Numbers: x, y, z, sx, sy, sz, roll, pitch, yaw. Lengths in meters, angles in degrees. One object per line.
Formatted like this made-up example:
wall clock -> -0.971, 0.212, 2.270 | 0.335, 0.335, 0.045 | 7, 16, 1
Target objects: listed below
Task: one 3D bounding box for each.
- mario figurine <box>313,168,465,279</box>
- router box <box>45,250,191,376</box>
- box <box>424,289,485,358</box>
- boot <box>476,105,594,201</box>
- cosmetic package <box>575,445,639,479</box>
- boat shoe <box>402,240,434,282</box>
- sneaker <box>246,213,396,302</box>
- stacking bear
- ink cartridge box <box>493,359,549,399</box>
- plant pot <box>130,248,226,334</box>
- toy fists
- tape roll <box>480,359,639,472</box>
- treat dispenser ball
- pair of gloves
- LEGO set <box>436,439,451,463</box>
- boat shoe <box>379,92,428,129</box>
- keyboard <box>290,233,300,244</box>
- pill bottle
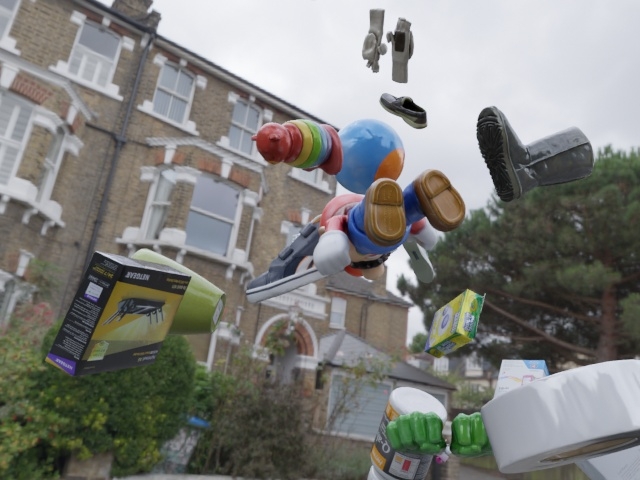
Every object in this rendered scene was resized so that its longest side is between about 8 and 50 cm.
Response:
mario figurine -> 0.093, 0.005, 0.768 | 0.198, 0.170, 0.320 | 22, -12, -8
router box -> -0.437, 0.165, 1.162 | 0.081, 0.243, 0.309 | 22, -3, 14
box -> 0.285, 0.176, 1.084 | 0.043, 0.105, 0.179 | 26, -30, -4
boot -> 0.400, -0.177, 0.943 | 0.208, 0.190, 0.076 | -21, 12, -15
cosmetic package -> 0.855, 0.512, 1.272 | 0.284, 0.377, 0.097 | 48, -15, 15
boat shoe -> 0.394, 0.060, 2.029 | 0.079, 0.081, 0.227 | -15, -67, 34
sneaker -> -0.013, 0.023, 1.055 | 0.321, 0.127, 0.126 | -22, -3, -4
stacking bear -> -0.080, -0.294, 1.588 | 0.175, 0.164, 0.289 | 14, 12, 37
ink cartridge box -> 0.410, 0.303, 1.045 | 0.088, 0.122, 0.052 | -8, -62, 33
plant pot -> -0.468, 0.194, 1.664 | 0.293, 0.275, 0.275 | 14, -18, 4
toy fists -> 0.288, 0.443, 1.166 | 0.279, 0.096, 0.142 | 0, -35, 10
tape roll -> 0.412, 0.293, 0.835 | 0.286, 0.100, 0.286 | -9, -32, -6
treat dispenser ball -> 0.175, -0.315, 1.941 | 0.288, 0.288, 0.288 | 6, -18, 2
pair of gloves -> 0.213, -0.637, 1.679 | 0.042, 0.240, 0.204 | -15, -52, -29
LEGO set -> 0.288, 0.610, 1.604 | 0.132, 0.107, 0.287 | 52, -13, 0
boat shoe -> 0.201, -0.321, 1.225 | 0.056, 0.152, 0.049 | -28, -37, -30
keyboard -> 0.000, 0.000, 1.602 | 0.256, 0.072, 0.014 | -9, -36, 40
pill bottle -> 0.230, 0.561, 1.407 | 0.162, 0.278, 0.162 | 16, 12, -3
